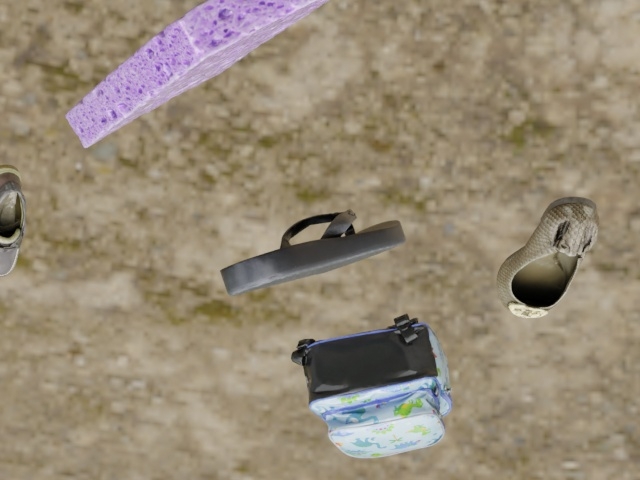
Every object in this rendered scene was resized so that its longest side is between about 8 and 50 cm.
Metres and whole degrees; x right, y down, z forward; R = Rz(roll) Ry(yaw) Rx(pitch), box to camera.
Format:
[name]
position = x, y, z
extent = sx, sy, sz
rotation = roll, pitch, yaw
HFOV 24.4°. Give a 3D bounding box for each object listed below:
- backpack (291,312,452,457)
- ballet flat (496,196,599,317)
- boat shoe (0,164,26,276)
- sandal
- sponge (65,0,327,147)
[backpack]
position = 0.047, 0.115, 1.099
extent = 0.105, 0.084, 0.114
rotation = -14, 159, 12
[ballet flat]
position = 0.255, 0.034, 1.660
extent = 0.084, 0.058, 0.250
rotation = 6, 151, -8
[boat shoe]
position = -0.363, -0.013, 1.678
extent = 0.056, 0.049, 0.152
rotation = -7, 131, -20
[sandal]
position = 0.000, 0.000, 1.367
extent = 0.097, 0.054, 0.254
rotation = -21, 176, 29
[sponge]
position = -0.071, -0.116, 0.896
extent = 0.117, 0.031, 0.210
rotation = -32, -174, -28
